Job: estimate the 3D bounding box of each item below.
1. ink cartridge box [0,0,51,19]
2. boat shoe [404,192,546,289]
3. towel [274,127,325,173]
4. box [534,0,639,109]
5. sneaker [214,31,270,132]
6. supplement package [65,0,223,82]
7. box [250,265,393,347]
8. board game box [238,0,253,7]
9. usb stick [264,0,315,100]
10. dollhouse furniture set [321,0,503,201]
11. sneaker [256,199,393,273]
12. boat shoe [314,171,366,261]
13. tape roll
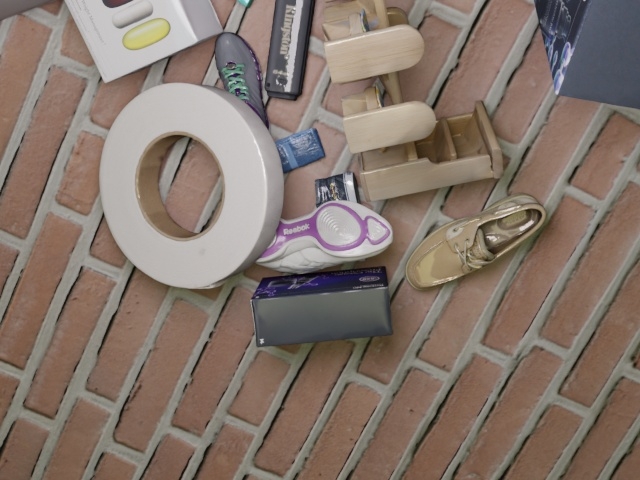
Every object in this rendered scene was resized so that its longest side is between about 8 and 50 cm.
[{"bbox_3d":[-0.616,-0.547,1.350,0.197,0.198,0.270,-8,103,27],"label":"ink cartridge box"},{"bbox_3d":[0.303,0.008,1.501,0.302,0.098,0.109,-29,99,9],"label":"boat shoe"},{"bbox_3d":[-0.054,-0.176,1.515,0.119,0.029,0.067,-20,102,7],"label":"towel"},{"bbox_3d":[0.495,-0.429,1.199,0.212,0.395,0.293,10,130,1],"label":"box"},{"bbox_3d":[-0.149,-0.292,1.458,0.083,0.098,0.223,-17,101,7],"label":"sneaker"},{"bbox_3d":[-0.324,-0.423,1.388,0.203,0.149,0.194,-19,107,18],"label":"supplement package"},{"bbox_3d":[0.007,0.127,1.501,0.261,0.184,0.103,-6,103,4],"label":"box"},{"bbox_3d":[-0.182,-0.565,1.425,0.210,0.047,0.160,33,102,-5],"label":"board game box"},{"bbox_3d":[-0.055,-0.411,1.454,0.077,0.045,0.278,9,103,0],"label":"usb stick"},{"bbox_3d":[0.161,-0.286,1.324,0.256,0.362,0.394,-11,130,7],"label":"dollhouse furniture set"},{"bbox_3d":[0.000,0.000,1.485,0.305,0.152,0.114,-4,70,20],"label":"sneaker"},{"bbox_3d":[0.043,-0.044,1.528,0.083,0.065,0.183,-9,100,14],"label":"boat shoe"},{"bbox_3d":[-0.251,-0.102,1.449,0.392,0.072,0.392,4,100,25],"label":"tape roll"}]
